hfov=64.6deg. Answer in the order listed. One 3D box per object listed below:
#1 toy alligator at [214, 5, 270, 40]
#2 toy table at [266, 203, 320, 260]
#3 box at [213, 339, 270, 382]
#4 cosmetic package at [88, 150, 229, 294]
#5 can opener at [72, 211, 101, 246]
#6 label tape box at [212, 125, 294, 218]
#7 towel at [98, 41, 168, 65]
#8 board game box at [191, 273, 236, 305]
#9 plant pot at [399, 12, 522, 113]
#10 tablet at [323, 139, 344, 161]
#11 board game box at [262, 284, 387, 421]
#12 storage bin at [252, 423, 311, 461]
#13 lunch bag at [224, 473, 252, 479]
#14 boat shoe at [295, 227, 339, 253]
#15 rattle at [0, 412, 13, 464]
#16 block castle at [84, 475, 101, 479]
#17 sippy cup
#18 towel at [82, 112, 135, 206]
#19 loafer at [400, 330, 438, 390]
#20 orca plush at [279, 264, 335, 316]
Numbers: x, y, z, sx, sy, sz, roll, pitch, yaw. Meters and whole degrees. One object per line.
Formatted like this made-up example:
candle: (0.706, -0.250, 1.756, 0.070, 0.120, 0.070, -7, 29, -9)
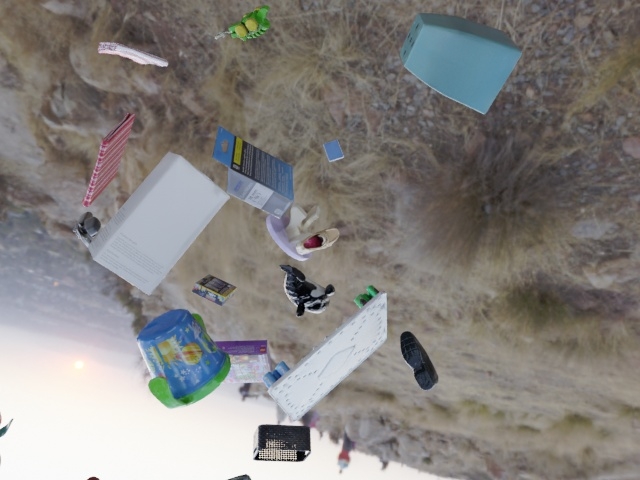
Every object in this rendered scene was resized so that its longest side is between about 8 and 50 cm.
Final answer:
toy alligator: (-0.176, -0.499, 1.199, 0.189, 0.056, 0.051, -7, 138, 42)
toy table: (-0.087, -0.041, 2.218, 0.161, 0.252, 0.274, -27, 133, 31)
box: (-0.287, 0.456, 1.885, 0.201, 0.057, 0.293, -1, 145, -1)
cosmetic package: (-0.461, -0.055, 1.454, 0.197, 0.365, 0.155, 44, 169, -31)
can opener: (-0.790, -0.050, 1.753, 0.076, 0.095, 0.283, 61, 172, -23)
label tape box: (-0.265, -0.254, 1.888, 0.333, 0.241, 0.106, 27, 123, -24)
towel: (-0.531, -0.521, 1.429, 0.144, 0.029, 0.197, 6, -166, -40)
board game box: (-0.450, 0.210, 2.159, 0.141, 0.048, 0.170, 26, -169, 3)
plant pot: (0.326, -0.452, 1.239, 0.234, 0.165, 0.166, 17, 127, -12)
tablet: (0.045, -0.309, 1.744, 0.054, 0.083, 0.006, -17, 148, -1)
board game box: (0.031, 0.330, 1.437, 0.050, 0.390, 0.390, 44, 164, 27)
storage bin: (-0.129, 0.674, 1.683, 0.180, 0.084, 0.122, 8, 139, -15)
lunch bag: (-0.285, 0.894, 1.556, 0.169, 0.287, 0.235, -4, 113, 61)
boat shoe: (0.000, 0.000, 1.724, 0.170, 0.063, 0.059, -26, 180, -25)
rattle: (-0.794, 0.516, 1.210, 0.130, 0.200, 0.143, 3, 144, 13)
block castle: (-0.712, 0.671, 1.145, 0.213, 0.303, 0.453, 27, 161, 32)
sippy cup: (-0.418, 0.333, 1.501, 0.305, 0.240, 0.224, 15, 134, 59)
towel: (-0.659, -0.249, 1.566, 0.031, 0.199, 0.275, 27, 127, -13)
loafer: (0.278, 0.335, 1.429, 0.062, 0.170, 0.061, -32, 163, 36)
orca plush: (-0.038, 0.166, 1.436, 0.151, 0.102, 0.287, 4, 157, 6)
